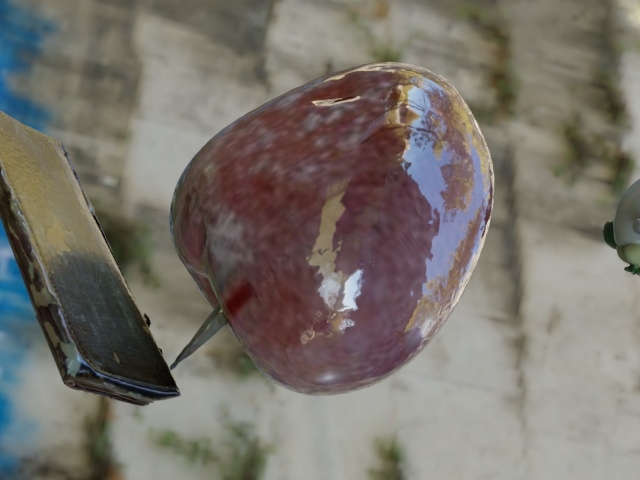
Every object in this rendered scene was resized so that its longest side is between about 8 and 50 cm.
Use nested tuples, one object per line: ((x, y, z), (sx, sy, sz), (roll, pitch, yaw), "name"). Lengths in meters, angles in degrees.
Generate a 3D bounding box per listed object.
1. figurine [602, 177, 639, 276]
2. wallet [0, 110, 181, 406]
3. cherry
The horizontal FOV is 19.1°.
((0.320, -0.031, 1.709), (0.147, 0.093, 0.197), (-20, -163, 32), "figurine")
((-0.177, 0.012, 1.312), (0.031, 0.122, 0.232), (-35, -117, 15), "wallet")
((0.000, 0.000, 1.369), (0.285, 0.213, 0.236), (-44, -130, -9), "cherry")
